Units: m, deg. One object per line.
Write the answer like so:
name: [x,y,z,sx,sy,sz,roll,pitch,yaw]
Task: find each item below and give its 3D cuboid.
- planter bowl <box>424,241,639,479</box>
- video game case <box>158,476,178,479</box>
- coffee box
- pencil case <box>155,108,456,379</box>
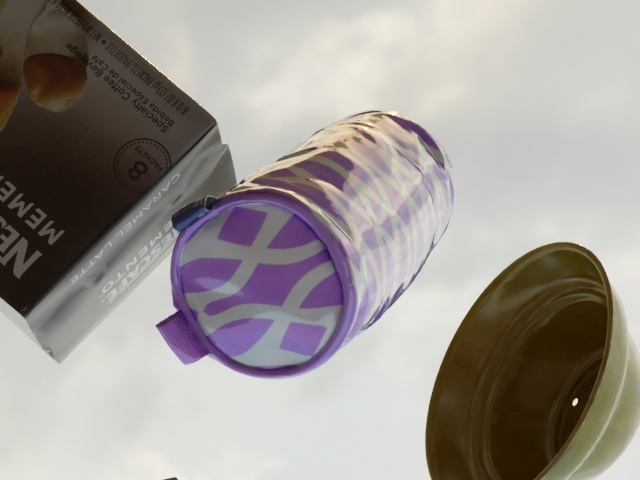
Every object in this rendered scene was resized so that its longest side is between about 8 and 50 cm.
planter bowl: [0.178,0.116,1.445,0.217,0.090,0.217,-45,-149,37]
video game case: [-0.180,0.225,1.343,0.166,0.119,0.015,-11,-135,-24]
coffee box: [-0.182,-0.072,0.997,0.246,0.098,0.141,41,-102,15]
pencil case: [0.000,0.000,0.862,0.088,0.086,0.206,-40,178,23]
